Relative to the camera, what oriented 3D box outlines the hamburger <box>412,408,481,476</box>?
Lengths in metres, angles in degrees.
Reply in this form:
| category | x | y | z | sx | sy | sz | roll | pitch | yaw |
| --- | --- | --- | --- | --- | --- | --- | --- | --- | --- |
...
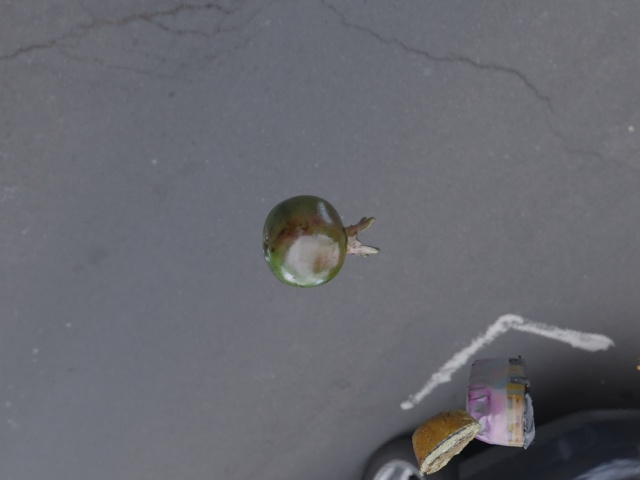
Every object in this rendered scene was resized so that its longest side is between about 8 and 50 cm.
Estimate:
| category | x | y | z | sx | sy | sz | roll | pitch | yaw |
| --- | --- | --- | --- | --- | --- | --- | --- | --- | --- |
| hamburger | 0.258 | 0.429 | 1.683 | 0.176 | 0.102 | 0.087 | -49 | 143 | 15 |

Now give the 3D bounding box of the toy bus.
| category | x | y | z | sx | sy | sz | roll | pitch | yaw |
| --- | --- | --- | --- | --- | --- | --- | --- | --- | --- |
| toy bus | 0.458 | 0.414 | 1.955 | 0.162 | 0.171 | 0.386 | -3 | -178 | 12 |

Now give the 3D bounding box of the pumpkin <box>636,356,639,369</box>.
| category | x | y | z | sx | sy | sz | roll | pitch | yaw |
| --- | --- | --- | --- | --- | --- | --- | --- | --- | --- |
| pumpkin | 0.571 | 0.186 | 1.285 | 0.074 | 0.054 | 0.083 | -46 | 152 | -14 |

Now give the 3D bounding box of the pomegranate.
| category | x | y | z | sx | sy | sz | roll | pitch | yaw |
| --- | --- | --- | --- | --- | --- | --- | --- | --- | --- |
| pomegranate | 0.000 | 0.000 | 1.445 | 0.224 | 0.181 | 0.181 | -7 | 139 | -20 |
